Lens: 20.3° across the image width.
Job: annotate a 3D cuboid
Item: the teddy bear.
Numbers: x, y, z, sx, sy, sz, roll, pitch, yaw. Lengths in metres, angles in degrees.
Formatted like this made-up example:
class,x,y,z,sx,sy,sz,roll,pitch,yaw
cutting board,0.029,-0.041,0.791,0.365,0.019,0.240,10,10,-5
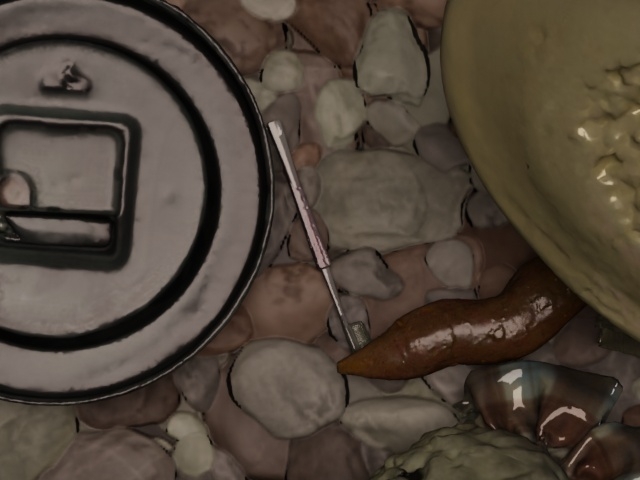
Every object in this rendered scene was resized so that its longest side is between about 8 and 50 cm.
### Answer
class,x,y,z,sx,sy,sz,roll,pitch,yaw
teddy bear,0.024,0.236,1.177,0.327,0.375,0.362,40,107,41

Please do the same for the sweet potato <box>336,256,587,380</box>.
class,x,y,z,sx,sy,sz,roll,pitch,yaw
sweet potato,0.117,0.065,1.319,0.218,0.051,0.065,-22,68,-3

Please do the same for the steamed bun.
class,x,y,z,sx,sy,sz,roll,pitch,yaw
steamed bun,0.335,-0.084,1.174,0.456,0.290,0.371,25,41,27

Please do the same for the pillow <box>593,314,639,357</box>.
class,x,y,z,sx,sy,sz,roll,pitch,yaw
pillow,0.299,0.039,1.317,0.181,0.078,0.134,15,76,5

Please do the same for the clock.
class,x,y,z,sx,sy,sz,roll,pitch,yaw
clock,-0.191,-0.036,1.320,0.318,0.066,0.319,0,84,-1

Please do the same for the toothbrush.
class,x,y,z,sx,sy,sz,roll,pitch,yaw
toothbrush,-0.002,0.001,1.345,0.017,0.014,0.194,-21,84,-11
